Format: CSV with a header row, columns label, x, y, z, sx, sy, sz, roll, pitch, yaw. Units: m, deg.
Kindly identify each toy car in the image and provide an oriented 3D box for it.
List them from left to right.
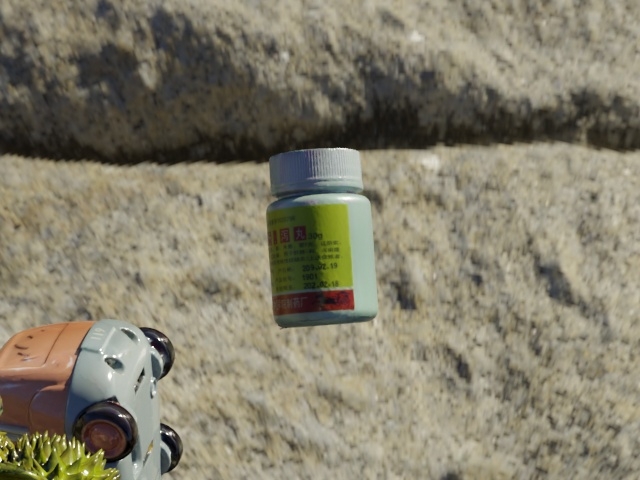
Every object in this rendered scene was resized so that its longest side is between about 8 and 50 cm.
label,x,y,z,sx,sy,sz,roll,pitch,yaw
toy car,-0.277,0.217,1.498,0.212,0.270,0.180,2,26,8

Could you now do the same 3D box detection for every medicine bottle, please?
label,x,y,z,sx,sy,sz,roll,pitch,yaw
medicine bottle,0.000,0.000,1.787,0.139,0.139,0.225,-4,85,2

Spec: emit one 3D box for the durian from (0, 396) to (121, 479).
label,x,y,z,sx,sy,sz,roll,pitch,yaw
durian,-0.187,0.170,0.761,0.198,0.159,0.146,-4,64,48
